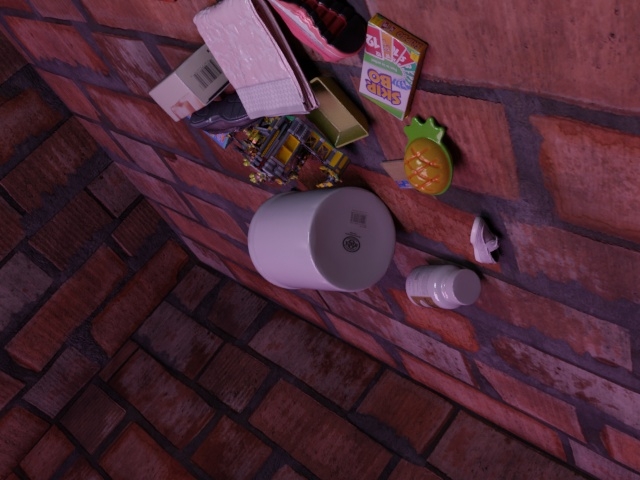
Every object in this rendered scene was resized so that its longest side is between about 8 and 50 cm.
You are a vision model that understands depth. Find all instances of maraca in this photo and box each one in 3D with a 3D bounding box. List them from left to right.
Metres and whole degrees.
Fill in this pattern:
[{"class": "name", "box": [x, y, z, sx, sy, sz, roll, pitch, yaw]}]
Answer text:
[{"class": "maraca", "box": [0.241, -0.189, 1.463, 0.127, 0.099, 0.186, 10, 122, 38]}]

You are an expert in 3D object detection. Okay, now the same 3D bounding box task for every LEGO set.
[{"class": "LEGO set", "box": [-0.097, -0.212, 1.785, 0.255, 0.192, 0.331, 37, 174, -40]}]

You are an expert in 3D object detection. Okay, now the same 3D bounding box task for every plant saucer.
[{"class": "plant saucer", "box": [0.028, -0.327, 1.621, 0.188, 0.045, 0.188, 45, 160, -16]}]

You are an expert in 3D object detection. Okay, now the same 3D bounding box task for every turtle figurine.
[{"class": "turtle figurine", "box": [-0.213, -0.297, 2.090, 0.270, 0.087, 0.217, 54, 162, 16]}]

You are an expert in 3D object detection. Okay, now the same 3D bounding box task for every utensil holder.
[{"class": "utensil holder", "box": [0.000, 0.000, 2.001, 0.328, 0.328, 0.385, 47, 159, -22]}]

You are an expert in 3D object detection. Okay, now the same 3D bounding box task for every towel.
[{"class": "towel", "box": [-0.171, -0.452, 1.627, 0.331, 0.053, 0.317, 11, 137, 56]}]

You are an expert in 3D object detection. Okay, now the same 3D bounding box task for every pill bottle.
[{"class": "pill bottle", "box": [0.364, 0.136, 1.917, 0.131, 0.131, 0.229, 45, 161, -16]}]

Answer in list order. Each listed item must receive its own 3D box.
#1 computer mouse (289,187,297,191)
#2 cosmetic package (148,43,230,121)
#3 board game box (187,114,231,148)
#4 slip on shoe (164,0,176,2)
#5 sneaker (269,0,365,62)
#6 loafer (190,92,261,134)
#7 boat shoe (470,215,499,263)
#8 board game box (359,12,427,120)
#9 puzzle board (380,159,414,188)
[{"class": "computer mouse", "box": [-0.050, -0.105, 2.298, 0.106, 0.042, 0.193, 25, 152, 25]}, {"class": "cosmetic package", "box": [-0.382, -0.464, 1.925, 0.129, 0.153, 0.296, 48, 161, -21]}, {"class": "board game box", "box": [-0.381, -0.417, 2.192, 0.210, 0.047, 0.160, 41, 161, -4]}, {"class": "slip on shoe", "box": [-0.344, -0.658, 1.501, 0.101, 0.123, 0.331, 11, 165, -20]}, {"class": "sneaker", "box": [-0.055, -0.478, 1.323, 0.314, 0.116, 0.136, 44, 164, -12]}, {"class": "loafer", "box": [-0.266, -0.376, 1.963, 0.302, 0.109, 0.095, 1, 156, 40]}, {"class": "boat shoe", "box": [0.417, 0.005, 1.625, 0.063, 0.066, 0.184, 12, 148, 27]}, {"class": "board game box", "box": [0.146, -0.351, 1.366, 0.124, 0.039, 0.259, 36, 164, 12]}, {"class": "puzzle board", "box": [0.220, -0.171, 1.671, 0.096, 0.011, 0.128, 46, 161, -24]}]
